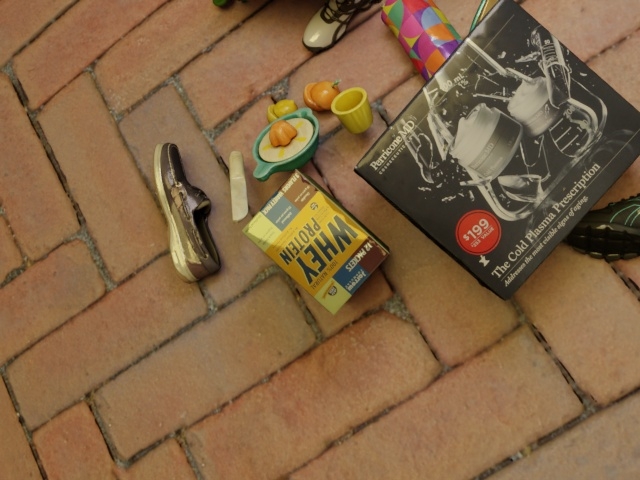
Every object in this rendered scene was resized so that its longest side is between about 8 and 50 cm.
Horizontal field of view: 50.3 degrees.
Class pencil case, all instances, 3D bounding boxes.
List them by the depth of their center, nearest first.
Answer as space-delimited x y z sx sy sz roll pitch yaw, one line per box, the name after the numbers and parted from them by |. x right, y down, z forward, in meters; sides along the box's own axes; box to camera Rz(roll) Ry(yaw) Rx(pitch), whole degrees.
0.203 -0.357 1.245 0.104 0.104 0.236 -33 70 10 | pencil case

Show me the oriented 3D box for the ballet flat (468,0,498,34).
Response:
0.327 -0.449 1.231 0.073 0.080 0.233 16 87 5 | ballet flat

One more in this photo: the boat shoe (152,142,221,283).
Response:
-0.258 -0.062 1.345 0.092 0.103 0.286 -15 80 10 | boat shoe

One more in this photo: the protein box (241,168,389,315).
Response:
0.000 0.000 1.168 0.201 0.200 0.136 42 95 3 | protein box

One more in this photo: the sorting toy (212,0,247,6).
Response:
-0.178 -0.523 1.431 0.102 0.042 0.061 -42 55 20 | sorting toy

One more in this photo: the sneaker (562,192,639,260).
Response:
0.520 -0.029 1.098 0.267 0.101 0.106 3 60 19 | sneaker

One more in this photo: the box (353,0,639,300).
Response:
0.276 -0.140 1.088 0.312 0.179 0.343 40 95 -1 | box

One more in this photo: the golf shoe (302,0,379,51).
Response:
0.032 -0.454 1.318 0.198 0.094 0.077 -44 72 8 | golf shoe

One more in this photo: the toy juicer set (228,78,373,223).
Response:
-0.078 -0.198 1.267 0.329 0.089 0.209 -37 43 -3 | toy juicer set
